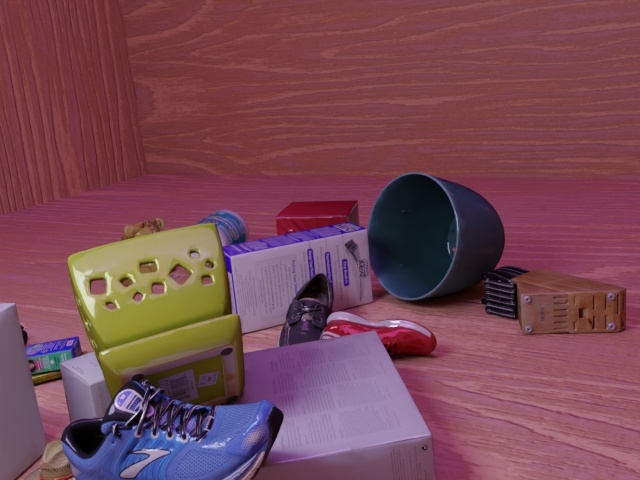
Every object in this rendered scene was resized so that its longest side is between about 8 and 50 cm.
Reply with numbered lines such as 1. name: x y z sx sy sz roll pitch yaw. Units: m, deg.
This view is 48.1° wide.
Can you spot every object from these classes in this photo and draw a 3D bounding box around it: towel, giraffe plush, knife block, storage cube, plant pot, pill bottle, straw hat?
1. towel: -0.589 0.274 1.462 0.237 0.021 0.102 -13 11 -21
2. giraffe plush: -0.516 0.024 2.059 0.210 0.170 0.181 -3 15 10
3. knife block: 0.485 0.113 1.536 0.276 0.088 0.242 -3 16 11
4. storage cube: 0.000 0.000 1.948 0.193 0.183 0.215 -1 15 12
5. plant pot: -0.231 0.139 1.073 0.227 0.228 0.207 -15 52 -16
6. plant pot: 0.294 -0.007 1.706 0.235 0.292 0.293 2 8 -38
7. pill bottle: -0.317 0.007 2.101 0.146 0.146 0.264 -1 16 14
8. straw hat: -0.392 0.335 1.085 0.145 0.061 0.144 -4 15 1

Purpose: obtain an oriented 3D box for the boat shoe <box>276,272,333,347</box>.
1. boat shoe: -0.026 0.159 1.486 0.103 0.092 0.285 10 26 7

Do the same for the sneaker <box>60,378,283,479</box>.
1. sneaker: -0.200 0.252 0.903 0.330 0.147 0.129 -19 19 22

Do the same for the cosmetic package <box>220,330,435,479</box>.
1. cosmetic package: -0.010 0.270 1.116 0.285 0.097 0.377 -7 15 -5

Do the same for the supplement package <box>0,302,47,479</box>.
1. supplement package: -0.550 0.248 1.073 0.145 0.261 0.204 -1 16 15

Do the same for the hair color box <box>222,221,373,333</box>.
1. hair color box: -0.053 0.081 1.663 0.339 0.185 0.110 -11 16 -21

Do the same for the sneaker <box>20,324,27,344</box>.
1. sneaker: -0.694 0.220 1.522 0.130 0.109 0.286 -1 11 -17

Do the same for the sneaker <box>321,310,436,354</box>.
1. sneaker: 0.104 0.215 1.376 0.221 0.087 0.128 5 39 18

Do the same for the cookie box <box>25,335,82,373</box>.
1. cookie box: -0.551 0.236 1.465 0.107 0.040 0.092 -10 11 -7

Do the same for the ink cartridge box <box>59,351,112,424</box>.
1. ink cartridge box: -0.330 0.254 1.233 0.176 0.128 0.127 -17 18 -38
